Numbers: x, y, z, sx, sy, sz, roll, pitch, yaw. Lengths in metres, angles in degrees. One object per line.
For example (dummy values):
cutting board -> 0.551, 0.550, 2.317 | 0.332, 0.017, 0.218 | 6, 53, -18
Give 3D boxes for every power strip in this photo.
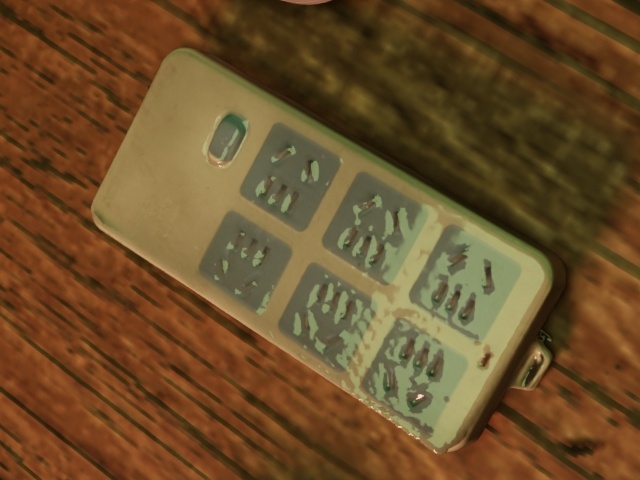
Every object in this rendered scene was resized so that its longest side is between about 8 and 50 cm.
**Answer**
power strip -> 0.000, 0.000, 0.525 | 0.192, 0.035, 0.081 | 32, 102, 19

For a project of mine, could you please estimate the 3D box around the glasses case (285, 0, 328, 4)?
glasses case -> -0.064, -0.145, 0.545 | 0.197, 0.049, 0.076 | 18, 97, 22
